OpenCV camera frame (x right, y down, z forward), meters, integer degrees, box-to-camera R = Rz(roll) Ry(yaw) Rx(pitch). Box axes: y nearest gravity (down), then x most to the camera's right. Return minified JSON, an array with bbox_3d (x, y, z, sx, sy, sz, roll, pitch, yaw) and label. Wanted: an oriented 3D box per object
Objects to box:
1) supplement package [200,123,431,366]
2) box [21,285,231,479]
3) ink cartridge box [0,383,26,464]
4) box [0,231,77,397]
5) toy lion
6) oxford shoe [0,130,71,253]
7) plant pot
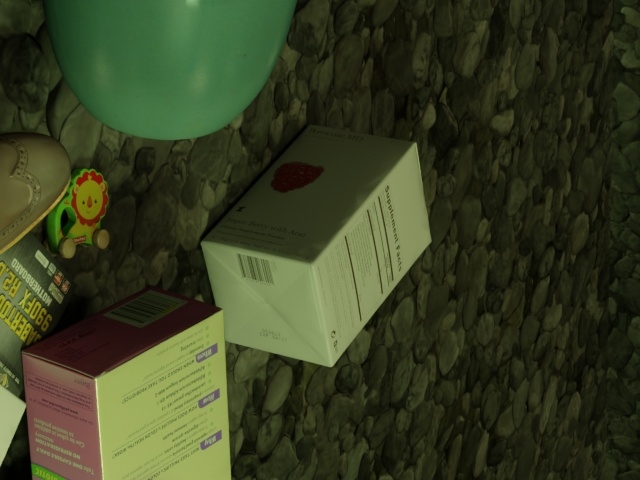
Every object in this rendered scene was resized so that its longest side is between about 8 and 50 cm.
[{"bbox_3d":[0.000,0.000,2.404,0.293,0.177,0.175,-50,140,-42],"label":"supplement package"},{"bbox_3d":[-0.216,0.207,2.025,0.213,0.117,0.243,-29,125,-47],"label":"box"},{"bbox_3d":[-0.409,0.145,1.758,0.203,0.148,0.086,52,53,-55],"label":"ink cartridge box"},{"bbox_3d":[-0.367,0.062,1.896,0.183,0.056,0.231,-65,148,-24],"label":"box"},{"bbox_3d":[-0.279,-0.034,2.050,0.100,0.034,0.096,-19,110,-57],"label":"toy lion"},{"bbox_3d":[-0.362,-0.028,1.719,0.363,0.132,0.130,-30,98,-44],"label":"oxford shoe"},{"bbox_3d":[-0.166,-0.253,1.925,0.293,0.293,0.235,-42,150,-47],"label":"plant pot"}]
